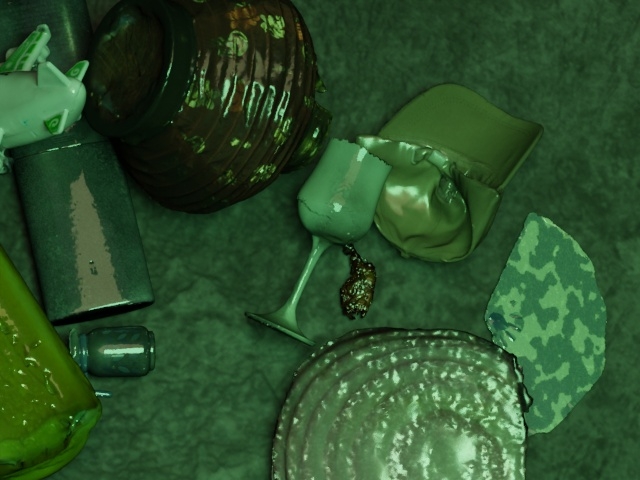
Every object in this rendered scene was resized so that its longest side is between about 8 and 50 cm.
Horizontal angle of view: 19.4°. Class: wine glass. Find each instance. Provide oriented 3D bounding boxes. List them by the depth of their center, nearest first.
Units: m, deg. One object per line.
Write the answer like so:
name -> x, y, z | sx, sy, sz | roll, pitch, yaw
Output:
wine glass -> 0.000, 0.000, 1.819 | 0.079, 0.079, 0.195 | 26, 85, -2

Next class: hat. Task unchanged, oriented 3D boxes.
hat -> 0.139, -0.064, 1.903 | 0.166, 0.144, 0.173 | 29, 26, 26

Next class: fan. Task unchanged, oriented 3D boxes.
fan -> 0.228, 0.089, 1.896 | 0.131, 0.009, 0.240 | 9, 72, -8

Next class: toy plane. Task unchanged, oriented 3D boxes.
toy plane -> -0.289, -0.129, 1.765 | 0.080, 0.174, 0.174 | 44, 65, -39

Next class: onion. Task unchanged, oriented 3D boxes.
onion -> 0.083, 0.211, 1.790 | 0.248, 0.111, 0.250 | 1, 83, 13

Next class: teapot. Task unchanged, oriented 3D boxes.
teapot -> -0.201, 0.112, 1.795 | 0.083, 0.063, 0.049 | -2, 43, -8

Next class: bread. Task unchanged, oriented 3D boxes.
bread -> -0.358, 0.061, 1.736 | 0.166, 0.112, 0.383 | -26, 78, -39

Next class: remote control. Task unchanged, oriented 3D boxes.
remote control -> -0.255, -0.105, 1.845 | 0.107, 0.044, 0.377 | -13, 76, -6

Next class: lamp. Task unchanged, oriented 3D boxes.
lamp -> -0.101, -0.143, 1.796 | 0.247, 0.247, 0.247 | 3, 73, -10

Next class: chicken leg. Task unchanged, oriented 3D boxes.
chicken leg -> 0.038, 0.039, 1.869 | 0.036, 0.021, 0.083 | 3, 72, 0
